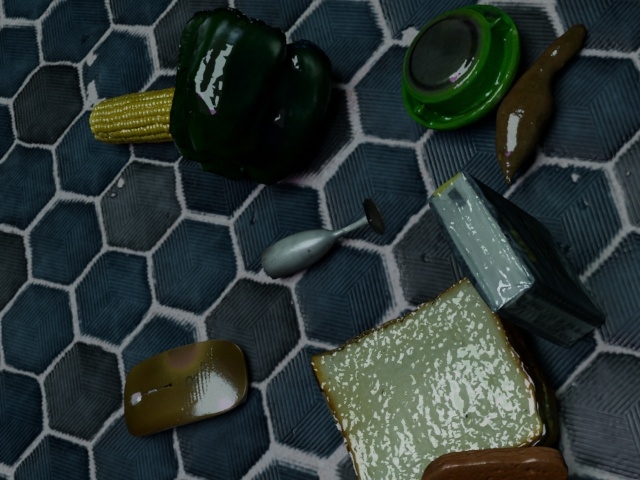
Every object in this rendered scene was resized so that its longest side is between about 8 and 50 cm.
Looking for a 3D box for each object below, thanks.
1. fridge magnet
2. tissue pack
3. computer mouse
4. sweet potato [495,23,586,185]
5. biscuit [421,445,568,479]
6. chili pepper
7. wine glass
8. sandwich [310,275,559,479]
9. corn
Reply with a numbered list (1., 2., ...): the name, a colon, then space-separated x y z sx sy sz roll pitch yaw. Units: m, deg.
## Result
1. fridge magnet: 0.203 -0.261 1.772 0.208 0.088 0.208 -22 54 34
2. tissue pack: 0.254 0.030 1.543 0.081 0.257 0.185 -37 59 18
3. computer mouse: -0.224 0.237 1.895 0.245 0.056 0.125 -18 64 27
4. sweet potato: 0.302 -0.203 1.705 0.075 0.075 0.269 19 76 35
5. biscuit: 0.224 0.338 1.542 0.192 0.186 0.036 -5 35 7
6. chili pepper: -0.120 -0.227 1.887 0.233 0.249 0.256 9 80 58
7. wine glass: 0.000 0.000 1.832 0.198 0.066 0.066 -24 63 25
8. sandwich: 0.164 0.217 1.634 0.301 0.099 0.271 -30 67 19
9. corn: -0.292 -0.214 2.066 0.244 0.093 0.093 -3 72 31
